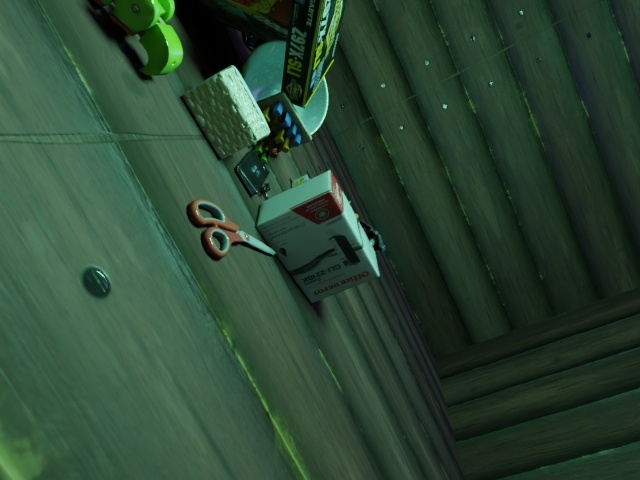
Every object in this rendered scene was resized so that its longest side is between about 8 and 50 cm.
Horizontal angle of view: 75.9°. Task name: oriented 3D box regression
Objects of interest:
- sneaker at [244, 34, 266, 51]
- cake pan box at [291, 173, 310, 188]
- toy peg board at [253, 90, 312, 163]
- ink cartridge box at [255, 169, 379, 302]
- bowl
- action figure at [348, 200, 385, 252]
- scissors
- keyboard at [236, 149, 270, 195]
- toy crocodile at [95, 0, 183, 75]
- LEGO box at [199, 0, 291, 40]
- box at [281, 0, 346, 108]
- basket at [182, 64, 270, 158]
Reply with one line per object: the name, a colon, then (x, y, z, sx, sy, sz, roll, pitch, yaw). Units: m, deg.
sneaker: (-0.259, -0.869, 1.658, 0.182, 0.127, 0.316, -86, 151, -67)
cake pan box: (-0.007, -0.052, 1.352, 0.267, 0.070, 0.246, 57, 18, -34)
toy peg board: (-0.132, -0.292, 1.116, 0.161, 0.160, 0.079, 53, 34, -43)
ink cartridge box: (0.000, 0.000, 1.004, 0.273, 0.197, 0.114, 57, 17, -31)
bowl: (-0.135, -0.439, 1.259, 0.156, 0.289, 0.289, 2, -54, 56)
action figure: (0.094, -0.053, 1.679, 0.341, 0.178, 0.330, 37, -25, 56)
scissors: (-0.158, -0.018, 0.804, 0.109, 0.021, 0.297, 66, 15, 8)
keyboard: (-0.164, -0.162, 1.037, 0.108, 0.023, 0.180, 54, 18, -20)
toy crocodile: (-0.346, -0.433, 0.660, 0.340, 0.105, 0.115, 53, 19, -29)
LEGO box: (-0.171, -0.713, 1.173, 0.372, 0.193, 0.500, 21, 16, 3)
box: (-0.007, -0.540, 1.027, 0.322, 0.079, 0.257, 108, 6, -55)
basket: (-0.203, -0.274, 0.887, 0.167, 0.113, 0.103, 61, 18, -20)
